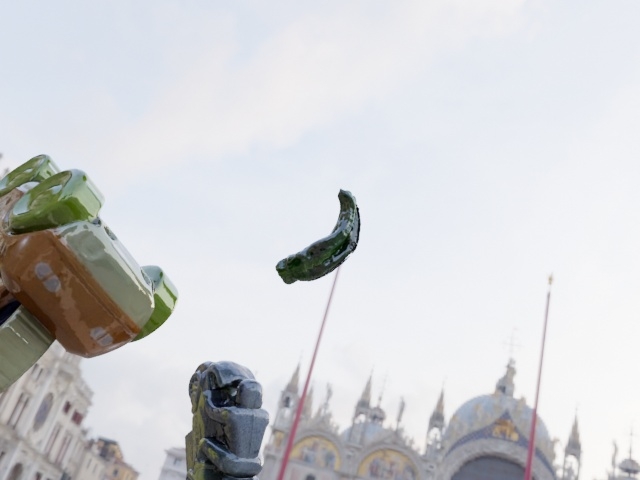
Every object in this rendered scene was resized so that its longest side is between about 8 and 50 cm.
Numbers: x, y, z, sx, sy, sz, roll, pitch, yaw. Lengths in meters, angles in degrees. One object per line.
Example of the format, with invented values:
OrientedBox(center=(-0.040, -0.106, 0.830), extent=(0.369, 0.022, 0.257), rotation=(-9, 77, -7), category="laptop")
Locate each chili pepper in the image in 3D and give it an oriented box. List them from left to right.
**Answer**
OrientedBox(center=(0.006, 0.003, 0.719), extent=(0.055, 0.118, 0.035), rotation=(38, -2, 19), category="chili pepper")

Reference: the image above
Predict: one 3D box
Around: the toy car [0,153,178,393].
OrientedBox(center=(-0.267, 0.049, 0.612), extent=(0.235, 0.235, 0.145), rotation=(-6, -52, 36), category="toy car")

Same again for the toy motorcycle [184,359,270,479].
OrientedBox(center=(-0.085, 0.182, 0.651), extent=(0.061, 0.193, 0.124), rotation=(14, -47, -30), category="toy motorcycle")
